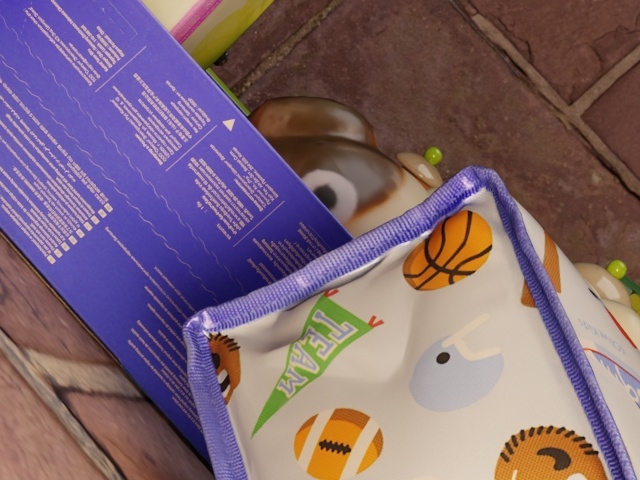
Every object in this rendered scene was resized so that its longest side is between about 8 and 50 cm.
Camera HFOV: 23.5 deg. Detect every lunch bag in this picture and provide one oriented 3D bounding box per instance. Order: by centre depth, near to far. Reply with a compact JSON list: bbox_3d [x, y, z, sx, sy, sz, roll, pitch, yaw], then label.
[{"bbox_3d":[0.129,0.208,0.763,0.328,0.239,0.385,47,18,-43],"label":"lunch bag"}]

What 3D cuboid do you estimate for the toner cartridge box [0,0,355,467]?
[{"bbox_3d":[-0.108,-0.025,0.986,0.348,0.165,0.075,49,2,1],"label":"toner cartridge box"}]

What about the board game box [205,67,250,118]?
[{"bbox_3d":[-0.233,-0.181,1.367,0.347,0.078,0.233,48,25,-3],"label":"board game box"}]

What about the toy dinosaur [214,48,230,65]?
[{"bbox_3d":[-0.184,-0.219,1.909,0.164,0.218,0.322,28,-41,5],"label":"toy dinosaur"}]

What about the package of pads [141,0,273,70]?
[{"bbox_3d":[-0.112,-0.187,1.141,0.101,0.296,0.229,50,32,0],"label":"package of pads"}]

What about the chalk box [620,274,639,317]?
[{"bbox_3d":[0.379,0.174,1.861,0.289,0.179,0.180,47,2,-36],"label":"chalk box"}]

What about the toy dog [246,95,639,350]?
[{"bbox_3d":[0.041,0.052,1.212,0.395,0.284,0.408,34,-6,32],"label":"toy dog"}]

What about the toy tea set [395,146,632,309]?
[{"bbox_3d":[0.199,0.012,1.572,0.336,0.124,0.200,40,9,12],"label":"toy tea set"}]
